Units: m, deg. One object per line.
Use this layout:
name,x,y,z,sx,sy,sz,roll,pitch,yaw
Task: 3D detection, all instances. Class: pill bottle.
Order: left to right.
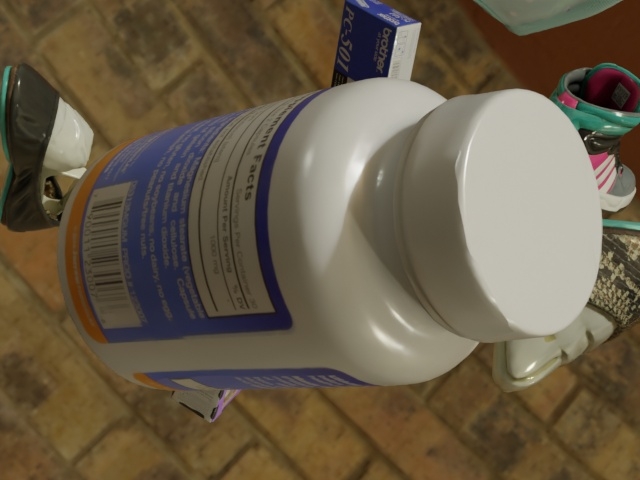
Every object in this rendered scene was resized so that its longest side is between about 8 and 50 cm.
pill bottle,0.000,0.000,0.642,0.272,0.152,0.152,-8,-58,43

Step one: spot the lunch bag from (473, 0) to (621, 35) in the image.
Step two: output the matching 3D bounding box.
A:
lunch bag,0.129,-0.257,0.668,0.262,0.160,0.223,-39,-54,24

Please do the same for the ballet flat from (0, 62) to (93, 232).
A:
ballet flat,-0.297,-0.097,1.342,0.096,0.095,0.280,9,-28,-10

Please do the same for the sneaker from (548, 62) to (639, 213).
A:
sneaker,0.377,-0.145,1.673,0.124,0.295,0.178,44,-67,31

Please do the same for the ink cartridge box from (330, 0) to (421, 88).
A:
ink cartridge box,0.061,-0.194,1.569,0.097,0.046,0.207,36,-51,37

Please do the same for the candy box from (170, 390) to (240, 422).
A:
candy box,-0.108,0.114,1.634,0.070,0.165,0.196,29,-52,12

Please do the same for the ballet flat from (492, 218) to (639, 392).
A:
ballet flat,0.120,0.050,1.175,0.482,0.182,0.164,11,-26,1
